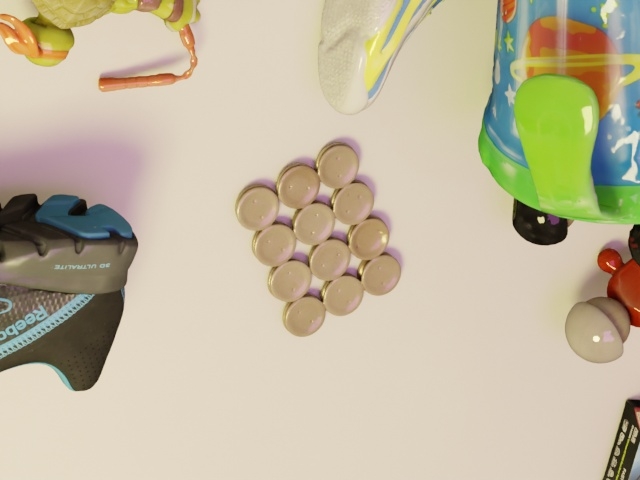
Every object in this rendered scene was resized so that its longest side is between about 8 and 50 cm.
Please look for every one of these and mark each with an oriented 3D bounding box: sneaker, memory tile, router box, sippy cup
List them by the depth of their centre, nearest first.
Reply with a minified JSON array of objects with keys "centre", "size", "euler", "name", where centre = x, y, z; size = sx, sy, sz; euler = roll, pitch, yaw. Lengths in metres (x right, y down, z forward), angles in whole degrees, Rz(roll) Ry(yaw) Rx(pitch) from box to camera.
[{"centre":[-0.294,0.047,1.179],"size":[0.341,0.125,0.139],"euler":[2,111,-23],"name":"sneaker"},{"centre":[0.229,-0.166,1.275],"size":[0.240,0.305,0.224],"euler":[-12,123,-5],"name":"sippy cup"},{"centre":[0.083,-0.203,1.290],"size":[0.126,0.091,0.240],"euler":[8,107,-29],"name":"sneaker"},{"centre":[0.000,0.000,1.385],"size":[0.113,0.012,0.148],"euler":[-29,120,-12],"name":"memory tile"},{"centre":[0.334,0.200,1.614],"size":[0.122,0.038,0.092],"euler":[4,111,-27],"name":"router box"}]

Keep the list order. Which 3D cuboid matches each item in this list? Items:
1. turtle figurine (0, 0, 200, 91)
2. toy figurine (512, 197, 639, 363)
[{"centre":[-0.177,-0.208,1.165],"size":[0.270,0.087,0.217],"euler":[11,106,-29],"name":"turtle figurine"},{"centre":[0.280,0.016,1.407],"size":[0.148,0.209,0.213],"euler":[-37,121,-19],"name":"toy figurine"}]
